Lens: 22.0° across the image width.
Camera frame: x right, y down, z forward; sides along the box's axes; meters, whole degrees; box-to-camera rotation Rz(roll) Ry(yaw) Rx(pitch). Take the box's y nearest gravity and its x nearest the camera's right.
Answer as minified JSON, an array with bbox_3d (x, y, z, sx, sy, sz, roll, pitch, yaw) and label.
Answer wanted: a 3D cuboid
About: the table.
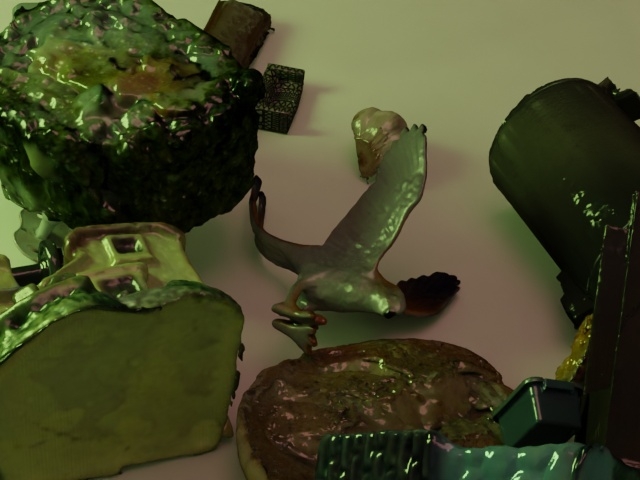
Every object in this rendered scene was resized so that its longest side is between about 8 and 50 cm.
[{"bbox_3d":[0.388,0.115,1.722,0.196,0.250,0.282,8,82,4],"label":"table"}]

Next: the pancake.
[{"bbox_3d":[0.090,0.233,1.815,0.387,0.082,0.387,9,35,-6],"label":"pancake"}]

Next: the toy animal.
[{"bbox_3d":[-0.006,0.013,2.003,0.284,0.225,0.302,3,34,23],"label":"toy animal"}]

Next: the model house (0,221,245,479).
[{"bbox_3d":[-0.266,0.090,1.802,0.321,0.261,0.266,-7,39,-25],"label":"model house"}]

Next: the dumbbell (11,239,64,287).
[{"bbox_3d":[-0.377,0.047,1.971,0.254,0.082,0.081,-9,43,-19],"label":"dumbbell"}]

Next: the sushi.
[{"bbox_3d":[-0.261,-0.153,2.009,0.352,0.178,0.294,33,52,31],"label":"sushi"}]

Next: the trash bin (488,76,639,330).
[{"bbox_3d":[0.363,-0.045,2.096,0.252,0.203,0.301,-35,47,3],"label":"trash bin"}]

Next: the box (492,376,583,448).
[{"bbox_3d":[0.239,0.196,1.787,0.074,0.099,0.054,8,53,-21],"label":"box"}]

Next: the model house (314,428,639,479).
[{"bbox_3d":[0.115,0.367,1.531,0.339,0.297,0.360,2,76,27],"label":"model house"}]

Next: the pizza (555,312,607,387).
[{"bbox_3d":[0.378,0.110,1.938,0.305,0.161,0.085,-31,34,-17],"label":"pizza"}]

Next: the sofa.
[{"bbox_3d":[-0.061,-0.203,2.343,0.060,0.039,0.118,12,40,5],"label":"sofa"}]

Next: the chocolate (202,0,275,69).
[{"bbox_3d":[-0.151,-0.260,2.379,0.102,0.065,0.329,12,39,7],"label":"chocolate"}]

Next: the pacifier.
[{"bbox_3d":[-0.337,-0.015,2.054,0.081,0.078,0.099,22,37,-16],"label":"pacifier"}]

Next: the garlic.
[{"bbox_3d":[0.091,-0.137,2.260,0.094,0.074,0.113,-15,68,-48],"label":"garlic"}]

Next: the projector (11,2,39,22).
[{"bbox_3d":[-0.334,-0.225,2.286,0.192,0.099,0.257,-1,41,-11],"label":"projector"}]
